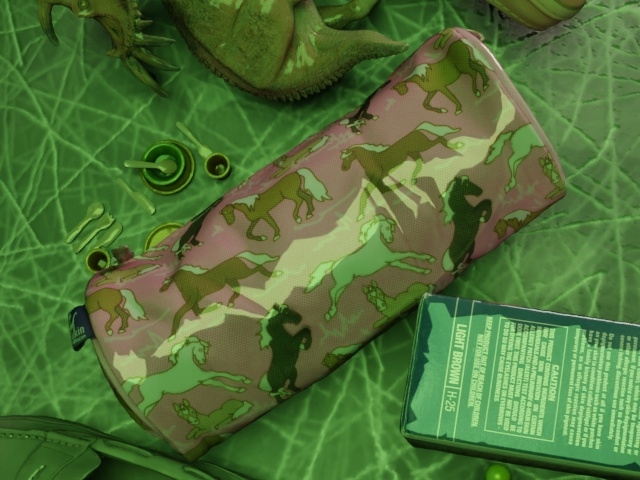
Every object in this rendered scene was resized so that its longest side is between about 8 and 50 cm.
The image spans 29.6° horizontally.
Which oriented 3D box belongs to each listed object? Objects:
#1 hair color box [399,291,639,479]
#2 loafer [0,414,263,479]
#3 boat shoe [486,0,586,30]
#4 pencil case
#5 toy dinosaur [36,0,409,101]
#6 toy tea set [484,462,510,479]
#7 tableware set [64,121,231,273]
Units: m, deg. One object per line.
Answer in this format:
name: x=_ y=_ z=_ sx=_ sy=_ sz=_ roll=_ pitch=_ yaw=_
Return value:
hair color box: x=0.238 y=0.123 z=0.867 sx=0.347 sy=0.174 sz=0.105 roll=9 pitch=80 yaw=8
loafer: x=-0.186 y=0.197 z=0.938 sx=0.319 sy=0.111 sz=0.112 roll=6 pitch=80 yaw=8
boat shoe: x=0.072 y=-0.277 z=1.004 sx=0.341 sy=0.122 sz=0.110 roll=45 pitch=125 yaw=15
pencil case: x=0.000 y=0.000 z=0.931 sx=0.386 sy=0.160 sz=0.167 roll=-34 pitch=109 yaw=0
toy dinosaur: x=-0.074 y=-0.180 z=0.984 sx=0.296 sy=0.127 sz=0.200 roll=34 pitch=86 yaw=13
toy tea set: x=0.168 y=0.333 z=0.888 sx=0.200 sy=0.124 sz=0.336 roll=21 pitch=78 yaw=-20
tableware set: x=-0.138 y=-0.021 z=1.017 sx=0.154 sy=0.024 sz=0.104 roll=-45 pitch=78 yaw=-3
